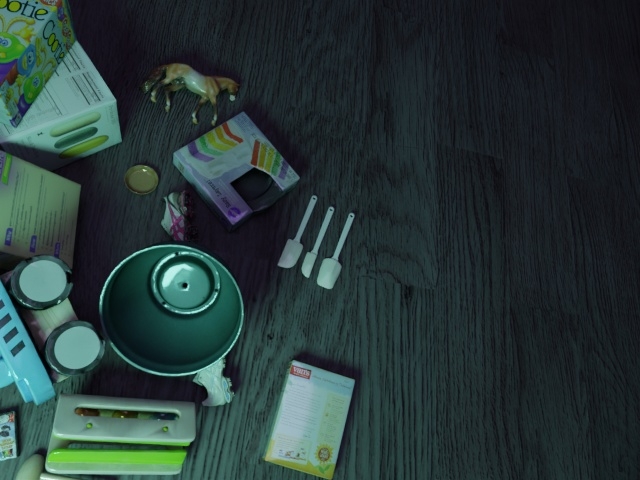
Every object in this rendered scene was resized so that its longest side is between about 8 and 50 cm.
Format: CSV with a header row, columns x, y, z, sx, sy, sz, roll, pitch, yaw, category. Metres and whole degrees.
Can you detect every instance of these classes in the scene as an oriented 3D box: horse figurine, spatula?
x,y,z,sx,sy,sz,roll,pitch,yaw,category
-0.368,-0.428,1.433,0.263,0.066,0.175,19,72,-13,horse figurine
0.000,0.000,1.422,0.168,0.019,0.242,23,65,-2,spatula

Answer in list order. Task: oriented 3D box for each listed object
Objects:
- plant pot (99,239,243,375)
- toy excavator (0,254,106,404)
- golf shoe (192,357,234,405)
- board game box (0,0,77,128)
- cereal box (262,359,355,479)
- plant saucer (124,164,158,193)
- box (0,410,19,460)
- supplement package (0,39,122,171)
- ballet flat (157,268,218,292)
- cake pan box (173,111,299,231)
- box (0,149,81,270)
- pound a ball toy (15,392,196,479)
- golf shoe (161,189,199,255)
x,y,z,sx,sy,sz,roll,pitch,yaw,category
-0.317,0.126,1.147,0.292,0.196,0.293,-2,104,-6,plant pot
-0.702,0.159,0.943,0.445,0.222,0.433,-28,95,-36,toy excavator
-0.264,0.304,1.204,0.085,0.069,0.176,-13,74,-15,golf shoe
-0.656,-0.405,1.070,0.144,0.142,0.276,21,65,-8,board game box
-0.025,0.433,1.240,0.172,0.047,0.240,21,66,-9,cereal box
-0.468,-0.157,1.331,0.083,0.015,0.084,6,69,-15,plant saucer
-0.702,0.415,1.047,0.136,0.027,0.094,-7,75,-20,box
-0.655,-0.312,1.226,0.262,0.199,0.198,-31,82,-24,supplement package
-0.330,0.093,1.273,0.168,0.057,0.052,22,38,-12,ballet flat
-0.225,-0.187,1.391,0.245,0.070,0.267,-37,85,-23,cake pan box
-0.668,-0.055,1.102,0.117,0.243,0.214,-11,70,22,box
-0.447,0.420,1.074,0.318,0.208,0.136,12,30,-23,pound a ball toy
-0.362,-0.033,1.302,0.085,0.067,0.186,-11,77,12,golf shoe
